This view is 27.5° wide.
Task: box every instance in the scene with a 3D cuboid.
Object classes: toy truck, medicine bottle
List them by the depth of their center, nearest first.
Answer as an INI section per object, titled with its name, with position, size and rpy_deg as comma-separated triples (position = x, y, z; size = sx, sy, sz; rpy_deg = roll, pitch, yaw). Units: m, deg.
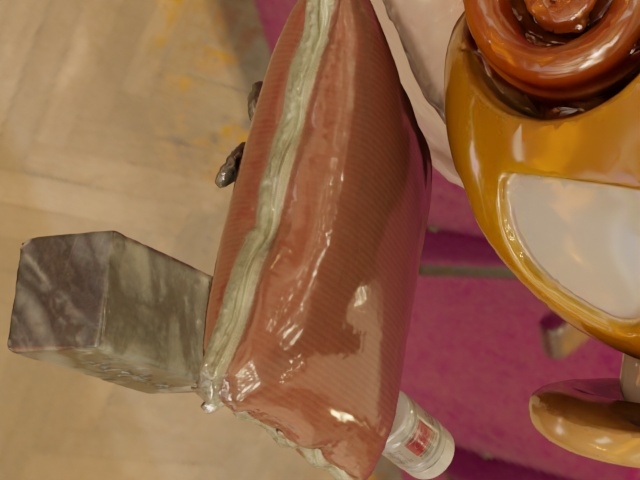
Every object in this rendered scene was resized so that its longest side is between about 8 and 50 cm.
[toy truck]
position = 0.186, -0.019, 0.508
size = 0.204, 0.288, 0.212
rpy_deg = 6, 91, -60
[medicine bottle]
position = 0.081, 0.182, 1.229
size = 0.058, 0.058, 0.091
rpy_deg = -52, 133, -5

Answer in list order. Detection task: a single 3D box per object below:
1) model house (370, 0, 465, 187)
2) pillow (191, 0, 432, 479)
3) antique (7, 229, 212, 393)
[model house]
position = 0.111, -0.206, 0.877
size = 0.237, 0.202, 0.237
rpy_deg = -39, 136, -3
[pillow]
position = 0.000, 0.000, 0.541
size = 0.171, 0.075, 0.179
rpy_deg = 52, 48, -63
[antique]
position = -0.139, 0.061, 0.993
size = 0.183, 0.088, 0.086
rpy_deg = 29, 61, -55
